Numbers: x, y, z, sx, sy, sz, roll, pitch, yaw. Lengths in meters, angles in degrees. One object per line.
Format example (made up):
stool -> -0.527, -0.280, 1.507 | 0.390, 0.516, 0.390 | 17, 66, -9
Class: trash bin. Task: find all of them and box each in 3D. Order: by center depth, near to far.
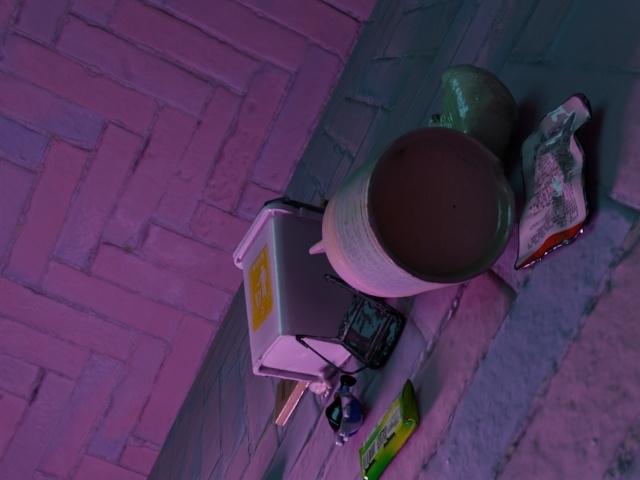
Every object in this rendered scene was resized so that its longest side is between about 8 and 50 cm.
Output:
trash bin -> -0.028, 0.118, 1.692 | 0.256, 0.296, 0.368 | -52, 33, 43

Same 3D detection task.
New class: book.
book -> -0.051, 0.321, 1.843 | 0.231, 0.026, 0.161 | -61, 13, 21

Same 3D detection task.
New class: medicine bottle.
medicine bottle -> 0.128, -0.024, 1.260 | 0.406, 0.235, 0.236 | 146, 146, -74

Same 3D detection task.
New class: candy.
candy -> 0.105, 0.314, 1.200 | 0.178, 0.032, 0.102 | -61, 10, 26

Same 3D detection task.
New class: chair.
chair -> 0.086, 0.163, 1.414 | 0.145, 0.221, 0.140 | 31, 98, 34

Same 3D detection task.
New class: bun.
bun -> 0.263, -0.196, 1.281 | 0.212, 0.126, 0.204 | 152, 115, -79

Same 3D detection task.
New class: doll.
doll -> 0.043, 0.313, 1.379 | 0.195, 0.070, 0.096 | -86, 7, -75

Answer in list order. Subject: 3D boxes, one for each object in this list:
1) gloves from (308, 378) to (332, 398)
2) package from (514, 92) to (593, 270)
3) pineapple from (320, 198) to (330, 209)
gloves -> -0.002, 0.313, 1.615 | 0.081, 0.044, 0.037 | 10, 61, 56
package -> 0.322, -0.082, 1.043 | 0.166, 0.040, 0.232 | 128, 154, -57
pineapple -> 0.002, -0.006, 1.996 | 0.164, 0.139, 0.250 | 176, 115, -77
